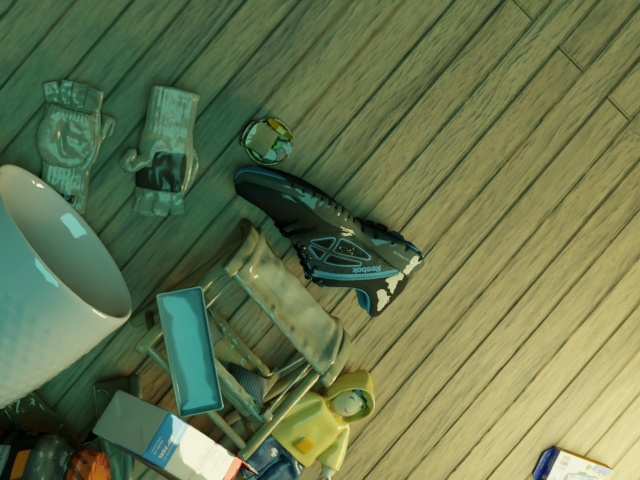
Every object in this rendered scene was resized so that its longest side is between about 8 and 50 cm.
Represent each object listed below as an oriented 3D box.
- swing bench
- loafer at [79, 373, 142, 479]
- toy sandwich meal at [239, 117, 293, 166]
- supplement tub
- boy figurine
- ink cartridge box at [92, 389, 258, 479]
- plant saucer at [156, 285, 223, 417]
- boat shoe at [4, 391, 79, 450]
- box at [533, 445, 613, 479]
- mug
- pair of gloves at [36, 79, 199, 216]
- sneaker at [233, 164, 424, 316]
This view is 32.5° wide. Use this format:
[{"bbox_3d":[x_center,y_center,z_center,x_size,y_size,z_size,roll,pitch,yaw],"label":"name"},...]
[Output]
[{"bbox_3d":[-0.115,0.147,1.700,0.255,0.165,0.253,-41,108,-1],"label":"swing bench"},{"bbox_3d":[-0.336,0.331,1.732,0.087,0.094,0.251,7,92,-10],"label":"loafer"},{"bbox_3d":[-0.081,-0.154,1.708,0.086,0.029,0.085,-3,104,-14],"label":"toy sandwich meal"},{"bbox_3d":[-0.488,0.376,1.593,0.338,0.207,0.207,3,103,2],"label":"supplement tub"},{"bbox_3d":[-0.019,0.324,1.807,0.285,0.092,0.177,-36,106,-1],"label":"boy figurine"},{"bbox_3d":[-0.216,0.323,1.672,0.231,0.134,0.078,45,67,-41],"label":"ink cartridge box"},{"bbox_3d":[-0.189,0.160,1.590,0.067,0.018,0.192,-10,104,-8],"label":"plant saucer"},{"bbox_3d":[-0.437,0.282,1.705,0.063,0.059,0.170,-39,108,-22],"label":"boat shoe"},{"bbox_3d":[0.454,0.426,1.986,0.136,0.028,0.081,21,97,-20],"label":"box"},{"bbox_3d":[-0.508,0.062,1.536,0.328,0.276,0.374,-37,93,7],"label":"mug"},{"bbox_3d":[-0.302,-0.137,1.650,0.240,0.042,0.204,2,108,-10],"label":"pair of gloves"},{"bbox_3d":[0.000,0.000,1.717,0.341,0.125,0.139,30,97,-18],"label":"sneaker"}]
